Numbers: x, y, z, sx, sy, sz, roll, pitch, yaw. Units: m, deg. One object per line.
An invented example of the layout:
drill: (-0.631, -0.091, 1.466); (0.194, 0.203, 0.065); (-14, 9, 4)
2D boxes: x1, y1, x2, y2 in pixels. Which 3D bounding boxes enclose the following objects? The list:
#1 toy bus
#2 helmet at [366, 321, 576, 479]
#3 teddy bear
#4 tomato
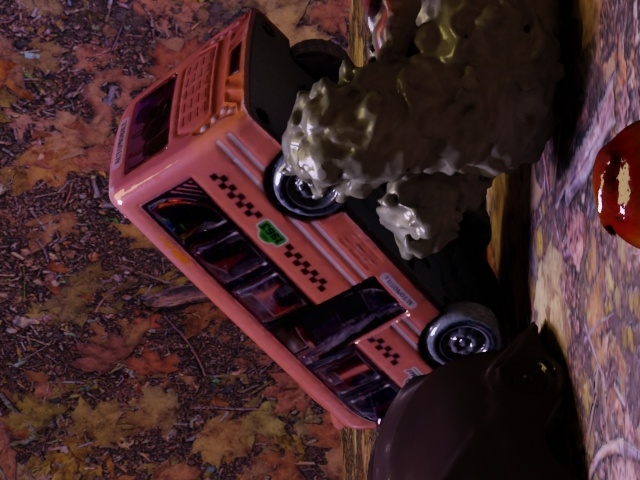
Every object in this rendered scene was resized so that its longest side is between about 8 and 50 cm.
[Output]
toy bus: (0.000, 0.000, 1.675); (0.427, 0.233, 0.203); (46, -154, -29)
helmet: (0.127, 0.216, 1.516); (0.305, 0.177, 0.225); (-98, 5, -48)
teddy bear: (0.103, -0.146, 1.525); (0.367, 0.224, 0.357); (93, -171, -73)
tomato: (0.199, -0.034, 1.021); (0.087, 0.075, 0.087); (176, 90, -90)
